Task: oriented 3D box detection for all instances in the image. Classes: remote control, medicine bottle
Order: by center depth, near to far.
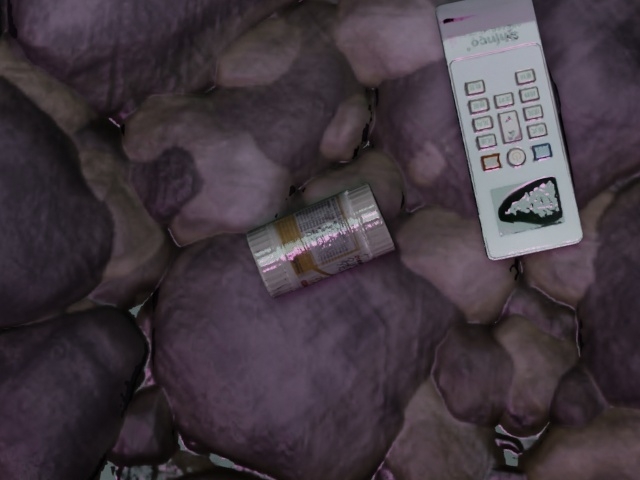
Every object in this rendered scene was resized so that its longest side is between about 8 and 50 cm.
[{"bbox_3d":[0.000,0.000,1.206,0.083,0.047,0.047,-23,78,3],"label":"medicine bottle"},{"bbox_3d":[0.119,-0.073,1.213,0.065,0.029,0.166,-12,83,4],"label":"remote control"}]
